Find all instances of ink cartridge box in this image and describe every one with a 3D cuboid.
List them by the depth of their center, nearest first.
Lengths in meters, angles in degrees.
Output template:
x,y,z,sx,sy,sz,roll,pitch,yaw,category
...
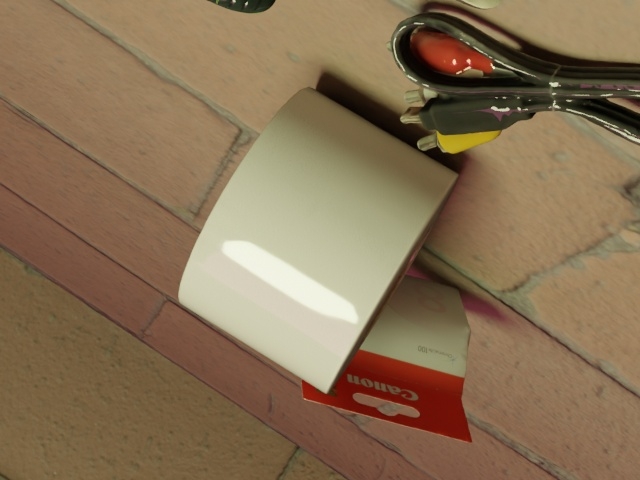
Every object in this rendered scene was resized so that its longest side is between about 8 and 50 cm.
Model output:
x,y,z,sx,sy,sz,roll,pitch,yaw,category
0.069,0.103,1.334,0.189,0.066,0.232,16,-158,-12,ink cartridge box

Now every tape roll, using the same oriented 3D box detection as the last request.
x,y,z,sx,sy,sz,roll,pitch,yaw,category
0.000,0.000,1.199,0.169,0.246,0.246,31,160,6,tape roll

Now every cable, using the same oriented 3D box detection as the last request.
x,y,z,sx,sy,sz,roll,pitch,yaw,category
0.168,-0.127,0.972,0.287,0.072,0.139,0,126,37,cable

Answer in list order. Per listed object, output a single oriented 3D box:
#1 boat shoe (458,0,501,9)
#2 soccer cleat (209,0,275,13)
x,y,z,sx,sy,sz,roll,pitch,yaw,category
0.072,-0.208,0.898,0.137,0.049,0.043,36,163,0,boat shoe
-0.107,-0.256,1.044,0.179,0.060,0.072,38,158,-6,soccer cleat
